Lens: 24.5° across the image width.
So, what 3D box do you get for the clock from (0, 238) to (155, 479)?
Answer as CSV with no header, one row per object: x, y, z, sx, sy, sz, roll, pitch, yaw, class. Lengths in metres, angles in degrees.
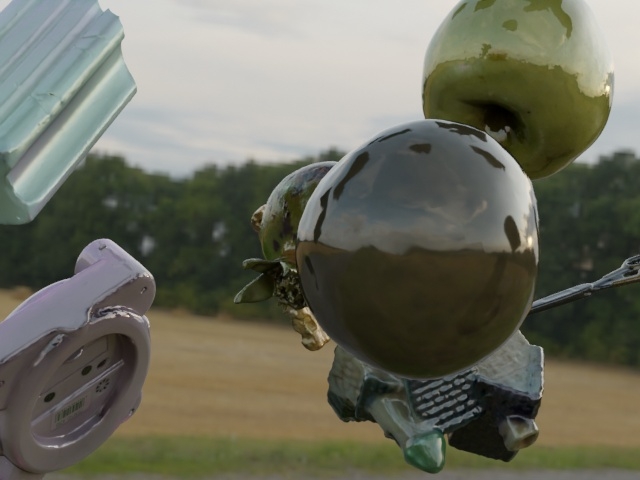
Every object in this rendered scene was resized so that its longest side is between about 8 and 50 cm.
-0.354,0.182,2.012,0.113,0.322,0.295,38,55,26,clock

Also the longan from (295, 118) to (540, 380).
0.100,0.006,1.387,0.248,0.248,0.248,7,-3,0,longan

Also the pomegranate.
-0.010,-0.004,1.560,0.156,0.156,0.220,4,17,39,pomegranate

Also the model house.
0.203,0.247,2.360,0.298,0.243,0.284,-21,52,-28,model house

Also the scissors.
0.347,0.064,1.917,0.220,0.017,0.088,-18,17,-9,scissors

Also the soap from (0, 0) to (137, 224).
-0.304,-0.142,1.512,0.173,0.095,0.289,5,41,25,soap

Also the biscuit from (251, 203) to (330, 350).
-0.028,0.040,2.166,0.033,0.224,0.144,-16,14,33,biscuit

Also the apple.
0.256,-0.207,1.886,0.262,0.262,0.262,7,-3,0,apple
